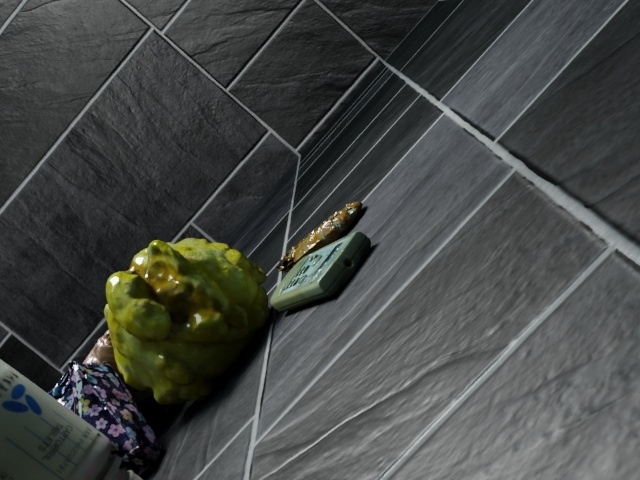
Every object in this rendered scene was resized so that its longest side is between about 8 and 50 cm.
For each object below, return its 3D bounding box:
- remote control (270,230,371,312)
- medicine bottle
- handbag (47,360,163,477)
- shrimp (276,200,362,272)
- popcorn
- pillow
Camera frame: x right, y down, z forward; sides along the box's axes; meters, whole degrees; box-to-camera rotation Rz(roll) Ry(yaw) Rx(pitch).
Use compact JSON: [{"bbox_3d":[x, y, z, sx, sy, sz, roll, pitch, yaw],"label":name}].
[{"bbox_3d":[-0.005,0.048,1.338,0.098,0.038,0.233,-53,10,-20],"label":"remote control"},{"bbox_3d":[-0.357,0.289,1.205,0.170,0.293,0.170,-49,9,10],"label":"medicine bottle"},{"bbox_3d":[-0.359,0.318,1.459,0.208,0.228,0.127,-47,-26,10],"label":"handbag"},{"bbox_3d":[0.000,0.000,1.529,0.184,0.043,0.091,-40,4,18],"label":"shrimp"},{"bbox_3d":[-0.207,0.105,1.487,0.250,0.235,0.241,-42,-11,-36],"label":"popcorn"},{"bbox_3d":[-0.337,0.263,1.618,0.223,0.236,0.084,-52,50,8],"label":"pillow"}]
